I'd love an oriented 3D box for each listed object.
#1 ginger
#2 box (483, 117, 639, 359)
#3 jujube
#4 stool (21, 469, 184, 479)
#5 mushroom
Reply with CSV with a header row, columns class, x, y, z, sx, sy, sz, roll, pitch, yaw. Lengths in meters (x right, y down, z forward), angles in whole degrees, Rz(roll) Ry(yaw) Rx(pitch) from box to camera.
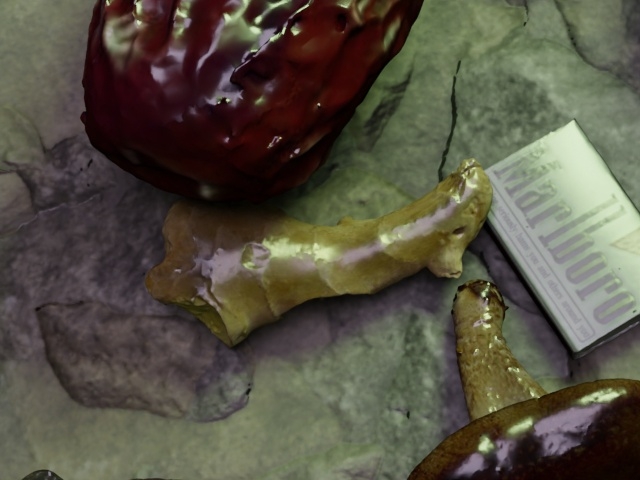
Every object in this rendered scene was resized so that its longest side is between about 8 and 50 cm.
class,x,y,z,sx,sy,sz,roll,pitch,yaw
ginger,0.000,0.000,1.321,0.295,0.086,0.131,-16,66,-1
box,0.210,-0.003,1.328,0.115,0.036,0.177,-30,70,-6
jujube,-0.047,-0.202,1.311,0.258,0.258,0.376,16,70,11
stool,-0.137,0.299,1.181,0.272,0.178,0.272,-2,71,7
mushroom,0.136,0.126,1.258,0.227,0.148,0.217,-20,51,-11
